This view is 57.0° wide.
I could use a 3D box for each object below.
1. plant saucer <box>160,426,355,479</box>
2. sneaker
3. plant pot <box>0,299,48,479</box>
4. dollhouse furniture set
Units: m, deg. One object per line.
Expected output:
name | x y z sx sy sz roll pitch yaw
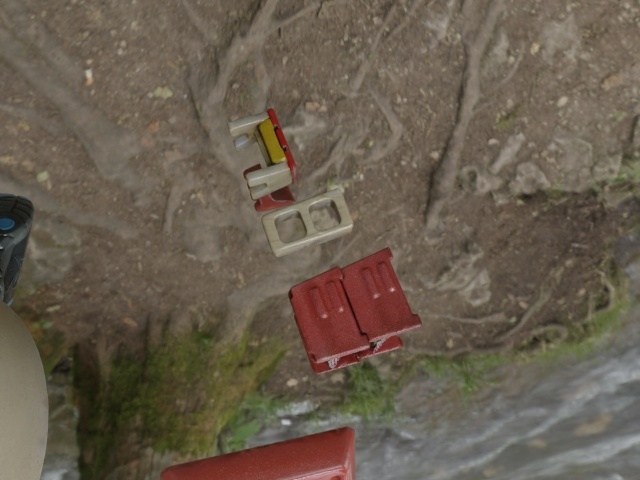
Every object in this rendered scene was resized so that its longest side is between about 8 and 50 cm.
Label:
plant saucer | -0.064 0.392 0.768 0.258 0.047 0.259 -7 105 -19
sneaker | -0.649 0.045 1.150 0.124 0.341 0.140 9 134 -14
plant pot | -0.355 0.130 0.365 0.283 0.284 0.191 -16 153 10
dollhouse furniture set | 0.000 0.000 0.891 0.152 0.375 0.201 -20 165 -6
